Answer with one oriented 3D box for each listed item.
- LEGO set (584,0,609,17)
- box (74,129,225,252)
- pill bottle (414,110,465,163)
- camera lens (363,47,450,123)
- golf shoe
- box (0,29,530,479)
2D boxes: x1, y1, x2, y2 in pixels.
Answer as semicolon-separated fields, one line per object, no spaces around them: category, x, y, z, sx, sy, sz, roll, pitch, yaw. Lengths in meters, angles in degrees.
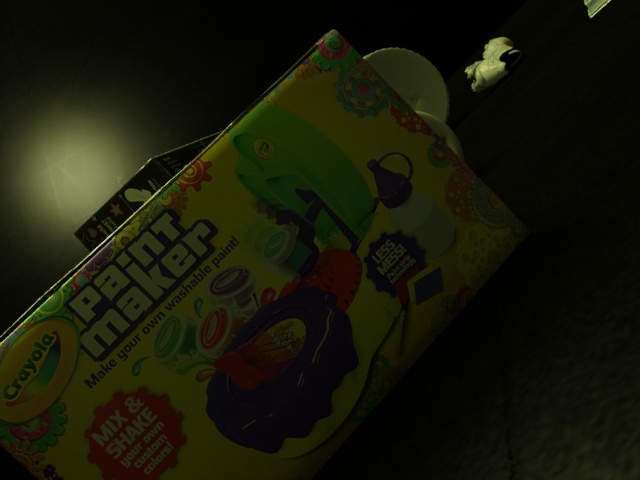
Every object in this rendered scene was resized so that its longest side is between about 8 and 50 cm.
LEGO set;0.464;-0.435;0.954;0.244;0.060;0.182;-42;9;33
box;-0.138;-0.022;0.811;0.142;0.163;0.247;-39;5;22
pill bottle;0.082;-0.074;0.778;0.112;0.112;0.187;-46;3;-9
camera lens;0.112;-0.237;1.354;0.219;0.219;0.274;-47;4;-16
golf shoe;0.343;-0.335;1.263;0.086;0.069;0.176;-13;29;43
box;-0.058;0.048;0.502;0.290;0.177;0.279;-46;4;-12
